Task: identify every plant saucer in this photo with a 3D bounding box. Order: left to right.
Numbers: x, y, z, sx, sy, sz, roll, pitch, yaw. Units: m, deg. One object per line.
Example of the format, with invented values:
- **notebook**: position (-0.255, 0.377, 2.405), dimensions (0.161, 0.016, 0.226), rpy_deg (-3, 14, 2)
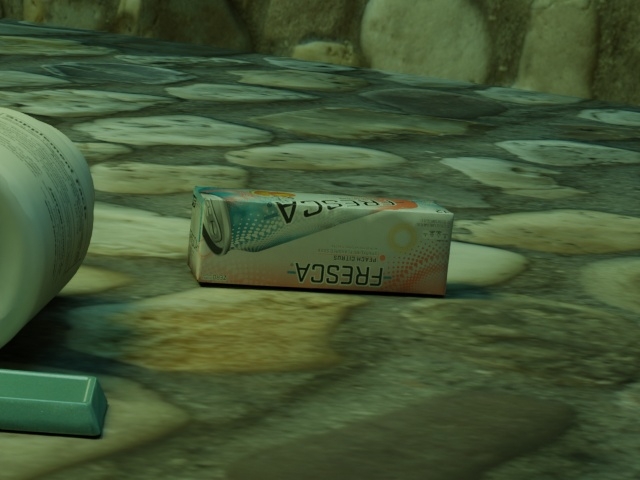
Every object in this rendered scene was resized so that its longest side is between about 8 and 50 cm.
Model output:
- **plant saucer**: position (-0.205, 0.076, 0.947), dimensions (0.192, 0.018, 0.067), rpy_deg (6, 11, -4)

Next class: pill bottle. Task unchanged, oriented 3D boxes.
- **pill bottle**: position (-0.204, -0.011, 1.103), dimensions (0.131, 0.131, 0.229), rpy_deg (6, 10, 3)

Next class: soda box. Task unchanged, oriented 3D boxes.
- **soda box**: position (0.000, 0.000, 1.330), dimensions (0.183, 0.063, 0.058), rpy_deg (3, 10, -13)
